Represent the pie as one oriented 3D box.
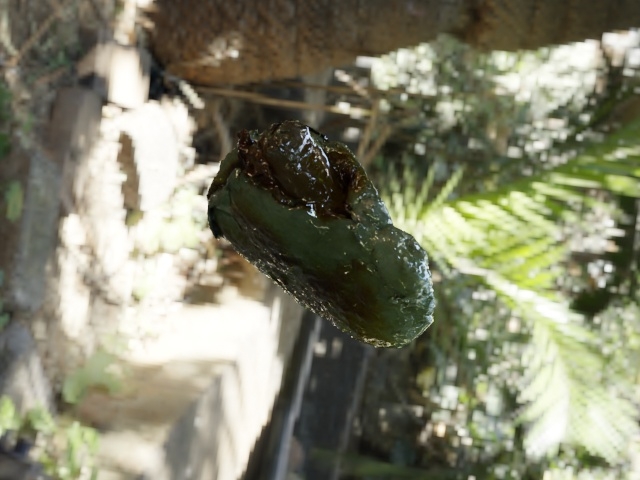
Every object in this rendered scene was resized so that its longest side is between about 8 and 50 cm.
[{"bbox_3d":[-0.001,0.005,1.325,0.105,0.274,0.257,-49,-174,-30],"label":"pie"}]
